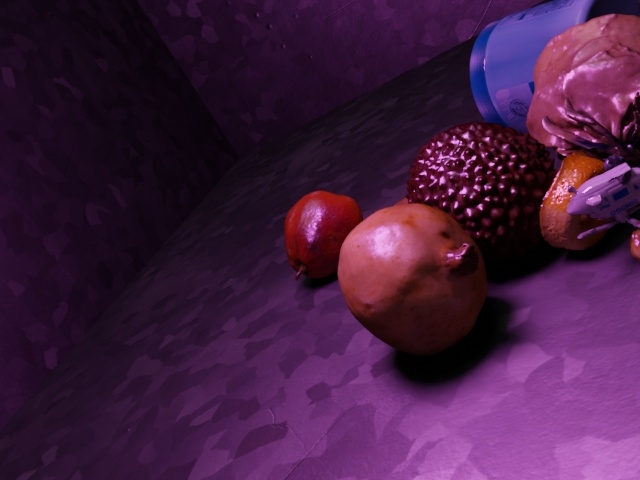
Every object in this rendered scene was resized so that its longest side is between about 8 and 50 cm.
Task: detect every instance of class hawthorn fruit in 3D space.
[{"bbox_3d":[0.000,0.000,2.034,0.224,0.224,0.261,-15,41,43],"label":"hawthorn fruit"}]

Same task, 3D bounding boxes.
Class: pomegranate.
[{"bbox_3d":[0.166,0.068,1.423,0.307,0.307,0.307,-29,18,11],"label":"pomegranate"}]

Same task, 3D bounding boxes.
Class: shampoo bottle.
[{"bbox_3d":[0.616,-0.442,1.926,0.331,0.331,0.342,-43,21,-28],"label":"shampoo bottle"}]

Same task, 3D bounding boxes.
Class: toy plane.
[{"bbox_3d":[0.554,-0.101,1.284,0.273,0.107,0.182,-22,22,35],"label":"toy plane"}]

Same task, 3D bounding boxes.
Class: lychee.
[{"bbox_3d":[0.333,-0.097,1.572,0.306,0.306,0.330,-31,42,6],"label":"lychee"}]

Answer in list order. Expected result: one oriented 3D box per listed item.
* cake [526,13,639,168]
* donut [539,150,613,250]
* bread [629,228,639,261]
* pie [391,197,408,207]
[{"bbox_3d":[0.599,-0.248,1.558,0.332,0.332,0.321,-18,48,38],"label":"cake"},{"bbox_3d":[0.495,-0.069,1.426,0.074,0.174,0.190,21,61,46],"label":"donut"},{"bbox_3d":[0.629,0.010,1.148,0.077,0.084,0.367,4,1,-29],"label":"bread"},{"bbox_3d":[0.213,-0.030,1.956,0.273,0.069,0.273,-31,21,14],"label":"pie"}]
